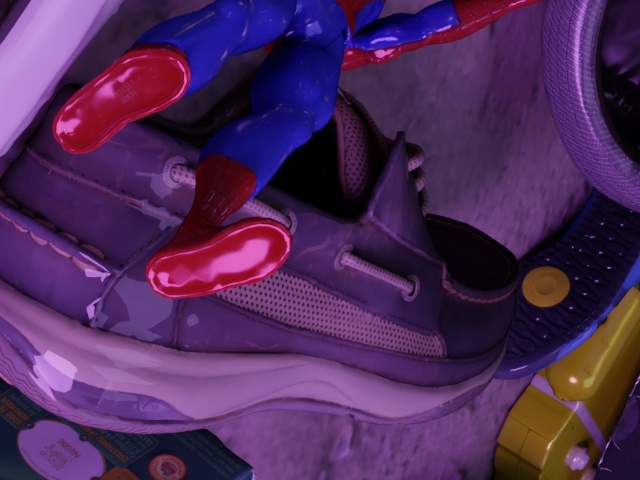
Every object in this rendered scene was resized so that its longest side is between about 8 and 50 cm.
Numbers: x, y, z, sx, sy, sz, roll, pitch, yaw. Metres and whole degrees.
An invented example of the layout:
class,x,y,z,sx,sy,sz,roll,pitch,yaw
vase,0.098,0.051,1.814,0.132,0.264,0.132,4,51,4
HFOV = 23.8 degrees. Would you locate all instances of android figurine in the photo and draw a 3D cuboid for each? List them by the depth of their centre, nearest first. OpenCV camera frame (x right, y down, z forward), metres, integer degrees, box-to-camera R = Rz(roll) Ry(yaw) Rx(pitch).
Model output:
class,x,y,z,sx,sy,sz,roll,pitch,yaw
android figurine,0.223,0.116,1.187,0.273,0.056,0.248,-55,150,-11

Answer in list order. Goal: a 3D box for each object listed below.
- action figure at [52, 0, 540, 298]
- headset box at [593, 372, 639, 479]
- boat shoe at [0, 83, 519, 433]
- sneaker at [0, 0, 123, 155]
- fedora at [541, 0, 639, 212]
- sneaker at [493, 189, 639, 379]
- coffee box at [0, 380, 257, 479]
class,x,y,z,sx,sy,sz,roll,pitch,yaw
action figure,0.020,-0.089,0.552,0.091,0.139,0.280,61,21,-17
headset box,0.324,0.155,1.206,0.293,0.110,0.218,2,114,-58
boat shoe,0.000,0.000,0.671,0.355,0.132,0.130,-1,118,-57
sneaker,-0.063,-0.114,0.496,0.290,0.106,0.123,-58,148,-4
fedora,0.245,-0.140,0.856,0.275,0.243,0.124,-55,-165,15
sneaker,0.181,0.028,1.029,0.209,0.069,0.082,-46,152,-21
coffee box,-0.129,0.119,0.607,0.184,0.113,0.040,-33,145,-39
